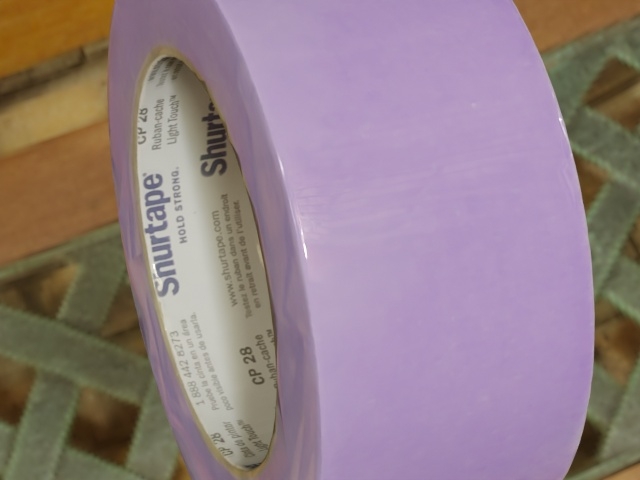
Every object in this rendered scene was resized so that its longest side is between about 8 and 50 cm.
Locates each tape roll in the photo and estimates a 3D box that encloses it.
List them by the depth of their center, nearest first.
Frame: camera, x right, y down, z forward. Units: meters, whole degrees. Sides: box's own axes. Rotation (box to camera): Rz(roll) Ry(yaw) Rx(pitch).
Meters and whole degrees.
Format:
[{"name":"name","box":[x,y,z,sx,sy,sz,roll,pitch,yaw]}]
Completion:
[{"name":"tape roll","box":[0.000,0.000,0.494,0.080,0.189,0.189,-11,150,-19]}]
